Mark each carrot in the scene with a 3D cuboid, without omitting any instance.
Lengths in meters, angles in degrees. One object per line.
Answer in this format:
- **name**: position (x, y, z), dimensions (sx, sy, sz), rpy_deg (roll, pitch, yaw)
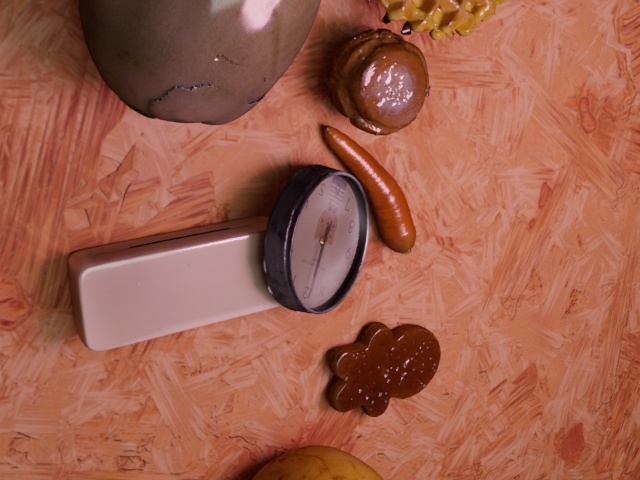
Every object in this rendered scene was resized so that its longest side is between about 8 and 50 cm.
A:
- **carrot**: position (0.089, -0.085, 1.283), dimensions (0.271, 0.066, 0.062), rpy_deg (61, 30, -29)

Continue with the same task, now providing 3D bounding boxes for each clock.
- **clock**: position (0.000, 0.000, 1.205), dimensions (0.226, 0.049, 0.226), rpy_deg (-22, 117, -52)

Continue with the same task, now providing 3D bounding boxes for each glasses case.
- **glasses case**: position (-0.194, 0.056, 1.149), dimensions (0.312, 0.070, 0.131), rpy_deg (-13, 113, -28)

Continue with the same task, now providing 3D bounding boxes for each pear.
- **pear**: position (-0.004, 0.471, 1.306), dimensions (0.280, 0.280, 0.281), rpy_deg (-11, 113, -28)

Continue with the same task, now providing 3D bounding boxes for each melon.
- **melon**: position (-0.143, -0.287, 0.939), dimensions (0.268, 0.268, 0.330), rpy_deg (14, 118, -34)

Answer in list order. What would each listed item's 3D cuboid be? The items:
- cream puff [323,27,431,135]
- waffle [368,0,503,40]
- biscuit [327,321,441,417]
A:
- **cream puff**: position (0.079, -0.234, 1.180), dimensions (0.150, 0.115, 0.165), rpy_deg (-28, 129, -18)
- **waffle**: position (0.171, -0.441, 1.157), dimensions (0.329, 0.062, 0.330), rpy_deg (-1, 92, -32)
- **biscuit**: position (0.114, 0.224, 1.419), dimensions (0.236, 0.039, 0.180), rpy_deg (-7, 109, -30)
